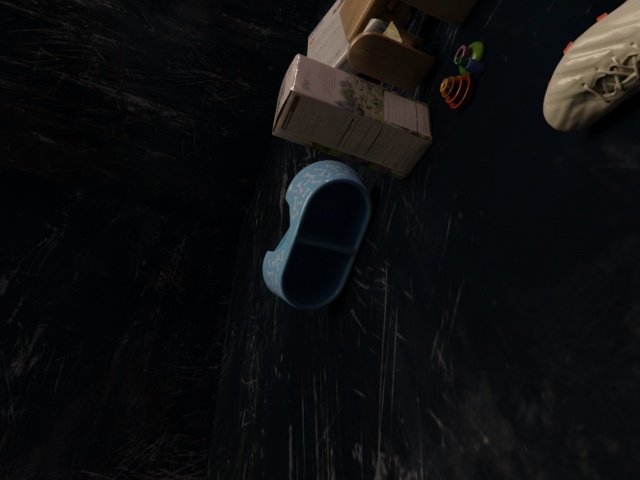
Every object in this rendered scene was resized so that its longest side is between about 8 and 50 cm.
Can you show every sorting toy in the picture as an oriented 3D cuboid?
[{"bbox_3d":[0.194,-0.236,0.713,0.061,0.042,0.101,163,123,-74],"label":"sorting toy"}]

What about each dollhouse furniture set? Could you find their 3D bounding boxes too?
[{"bbox_3d":[0.107,-0.526,0.824,0.394,0.257,0.361,-53,34,41],"label":"dollhouse furniture set"}]

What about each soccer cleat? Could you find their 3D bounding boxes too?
[{"bbox_3d":[0.243,-0.147,0.377,0.196,0.068,0.076,126,154,-46],"label":"soccer cleat"}]

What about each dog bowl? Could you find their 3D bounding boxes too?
[{"bbox_3d":[0.000,0.000,0.975,0.297,0.166,0.074,-70,26,15],"label":"dog bowl"}]

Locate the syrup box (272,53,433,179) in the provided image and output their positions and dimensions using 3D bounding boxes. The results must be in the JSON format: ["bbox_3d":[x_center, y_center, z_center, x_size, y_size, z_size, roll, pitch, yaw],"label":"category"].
[{"bbox_3d":[0.051,-0.192,0.813,0.096,0.237,0.093,123,158,-49],"label":"syrup box"}]

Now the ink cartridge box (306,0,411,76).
[{"bbox_3d":[0.079,-0.520,1.265,0.324,0.072,0.329,-39,33,39],"label":"ink cartridge box"}]

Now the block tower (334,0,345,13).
[{"bbox_3d":[0.081,-0.642,1.523,0.335,0.091,0.097,-168,95,-76],"label":"block tower"}]
